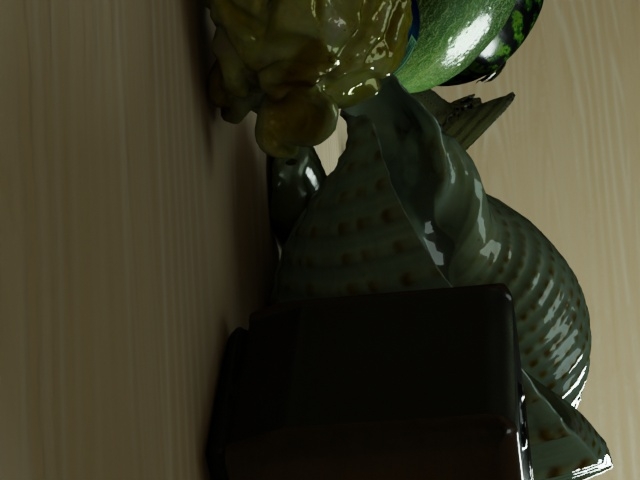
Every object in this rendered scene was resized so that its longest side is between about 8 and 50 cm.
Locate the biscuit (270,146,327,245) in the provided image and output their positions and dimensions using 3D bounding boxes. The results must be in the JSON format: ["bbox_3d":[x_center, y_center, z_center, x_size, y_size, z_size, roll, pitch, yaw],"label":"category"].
[{"bbox_3d":[0.000,0.000,1.380,0.322,0.038,0.099,69,20,-67],"label":"biscuit"}]

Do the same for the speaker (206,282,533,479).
[{"bbox_3d":[0.045,0.163,0.996,0.153,0.192,0.231,-81,163,-57],"label":"speaker"}]

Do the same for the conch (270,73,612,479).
[{"bbox_3d":[0.067,0.062,1.187,0.319,0.215,0.303,46,15,-24],"label":"conch"}]

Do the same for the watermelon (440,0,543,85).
[{"bbox_3d":[0.159,-0.327,2.064,0.269,0.269,0.269,-5,90,-83],"label":"watermelon"}]

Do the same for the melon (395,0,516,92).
[{"bbox_3d":[0.120,-0.278,1.752,0.288,0.182,0.182,129,-30,-47],"label":"melon"}]

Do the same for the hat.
[{"bbox_3d":[0.117,-0.133,2.051,0.110,0.252,0.252,46,12,-3],"label":"hat"}]

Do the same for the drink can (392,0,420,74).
[{"bbox_3d":[0.018,-0.184,1.324,0.205,0.118,0.118,-6,91,-84],"label":"drink can"}]

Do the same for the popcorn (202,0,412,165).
[{"bbox_3d":[-0.007,-0.138,1.018,0.141,0.135,0.162,108,-24,-44],"label":"popcorn"}]

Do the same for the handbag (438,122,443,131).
[{"bbox_3d":[0.060,0.051,1.438,0.191,0.075,0.332,-44,144,-67],"label":"handbag"}]
